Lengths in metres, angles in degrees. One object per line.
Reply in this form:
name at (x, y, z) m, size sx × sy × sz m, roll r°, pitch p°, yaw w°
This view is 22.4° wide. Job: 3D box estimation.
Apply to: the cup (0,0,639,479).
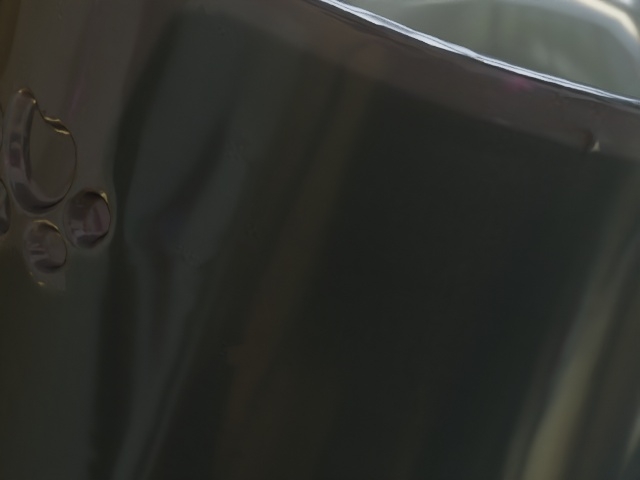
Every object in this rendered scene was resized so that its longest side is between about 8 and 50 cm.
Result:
cup at (0.000, 0.000, 0.562) m, size 0.259 × 0.356 × 0.274 m, roll 13°, pitch -65°, yaw -14°
